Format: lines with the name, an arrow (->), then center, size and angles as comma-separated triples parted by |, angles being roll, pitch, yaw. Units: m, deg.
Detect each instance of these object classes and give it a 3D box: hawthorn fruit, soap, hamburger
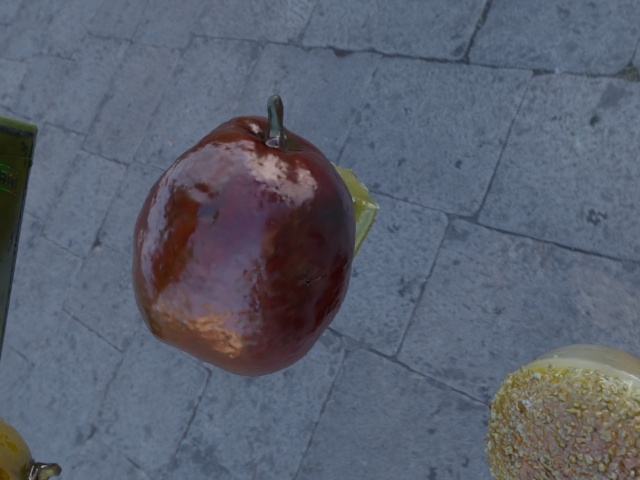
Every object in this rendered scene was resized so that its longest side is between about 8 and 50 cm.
hawthorn fruit -> -0.067, -0.010, 0.555 | 0.224, 0.224, 0.261 | 59, 145, 32
soap -> 0.000, 0.000, 1.341 | 0.315, 0.091, 0.199 | -61, 29, 24
hamburger -> 0.370, 0.287, 0.809 | 0.302, 0.170, 0.302 | 20, 124, 34

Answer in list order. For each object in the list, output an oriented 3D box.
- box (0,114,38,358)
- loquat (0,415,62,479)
box -> -0.279, 0.010, 0.437 | 0.064, 0.141, 0.220 | 9, 93, -4
loquat -> -0.475, 0.318, 0.785 | 0.246, 0.213, 0.213 | -1, 67, -12
